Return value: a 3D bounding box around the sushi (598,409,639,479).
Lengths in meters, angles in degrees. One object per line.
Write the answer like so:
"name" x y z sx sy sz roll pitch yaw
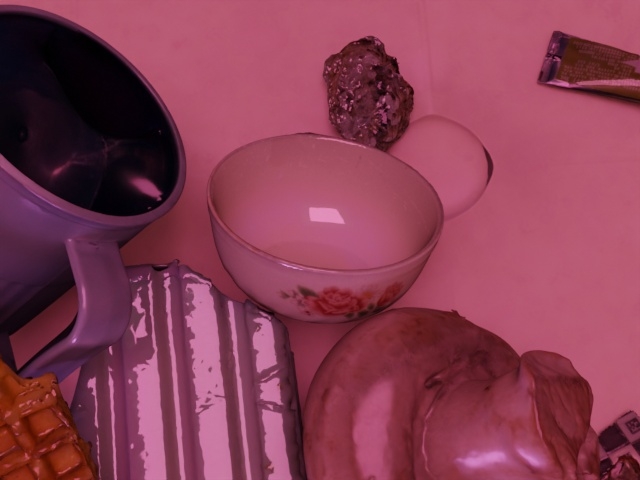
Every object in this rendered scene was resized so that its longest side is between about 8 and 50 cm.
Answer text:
"sushi" 0.345 0.318 0.898 0.201 0.031 0.139 -34 58 -6

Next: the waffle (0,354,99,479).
"waffle" -0.317 0.242 0.669 0.307 0.060 0.312 12 85 -32

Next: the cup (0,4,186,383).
"cup" -0.322 -0.025 0.821 0.311 0.257 0.331 -35 97 31

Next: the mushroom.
"mushroom" 0.135 0.208 0.778 0.297 0.290 0.297 10 72 -30

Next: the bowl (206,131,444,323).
"bowl" 0.000 0.000 0.896 0.277 0.145 0.277 5 36 -4

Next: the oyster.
"oyster" 0.067 -0.191 1.013 0.125 0.064 0.177 -22 77 0

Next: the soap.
"soap" -0.145 0.250 0.852 0.261 0.156 0.446 -9 76 0

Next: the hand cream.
"hand cream" 0.426 -0.225 1.032 0.235 0.055 0.086 17 74 12
